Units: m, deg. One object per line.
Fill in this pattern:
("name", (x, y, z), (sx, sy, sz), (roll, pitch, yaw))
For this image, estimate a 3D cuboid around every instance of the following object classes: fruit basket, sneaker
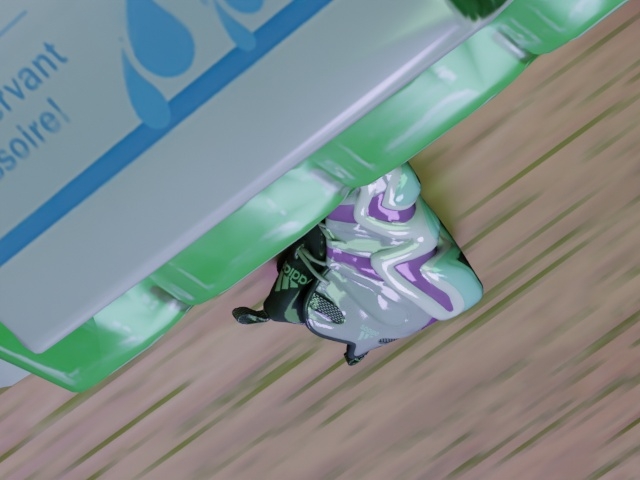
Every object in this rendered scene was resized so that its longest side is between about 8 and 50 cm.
("fruit basket", (-0.104, -0.138, 0.390), (0.353, 0.165, 0.327), (40, 125, -23))
("sneaker", (0.000, 0.000, 0.594), (0.069, 0.038, 0.098), (-32, 120, 2))
